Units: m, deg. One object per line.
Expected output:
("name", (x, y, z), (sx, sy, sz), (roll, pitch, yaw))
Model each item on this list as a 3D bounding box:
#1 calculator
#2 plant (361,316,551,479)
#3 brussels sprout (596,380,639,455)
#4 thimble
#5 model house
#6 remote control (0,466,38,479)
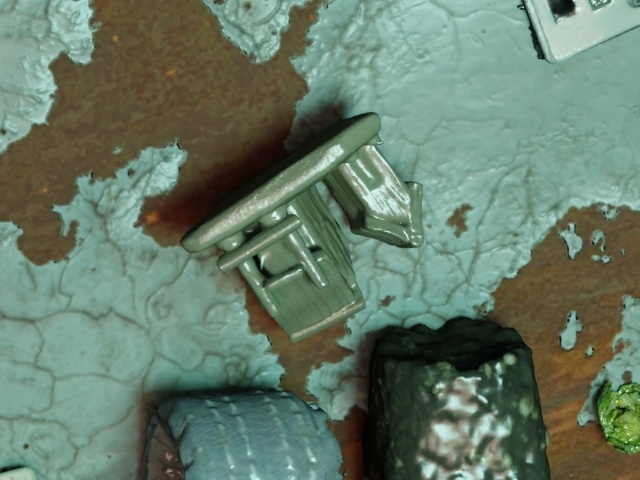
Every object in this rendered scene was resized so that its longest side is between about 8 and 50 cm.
("calculator", (0.312, -0.293, 1.869), (0.262, 0.021, 0.161), (-25, 111, -1))
("plant", (0.136, 0.228, 1.929), (0.199, 0.188, 0.276), (-4, 109, -8))
("brussels sprout", (0.333, 0.190, 2.024), (0.085, 0.058, 0.085), (2, 75, -7))
("thimble", (-0.079, 0.268, 1.895), (0.172, 0.205, 0.236), (0, 91, -17))
("model house", (-0.004, -0.006, 1.860), (0.229, 0.122, 0.188), (-34, 113, 0))
("remote control", (-0.392, 0.304, 1.933), (0.230, 0.049, 0.090), (-15, 83, -4))
